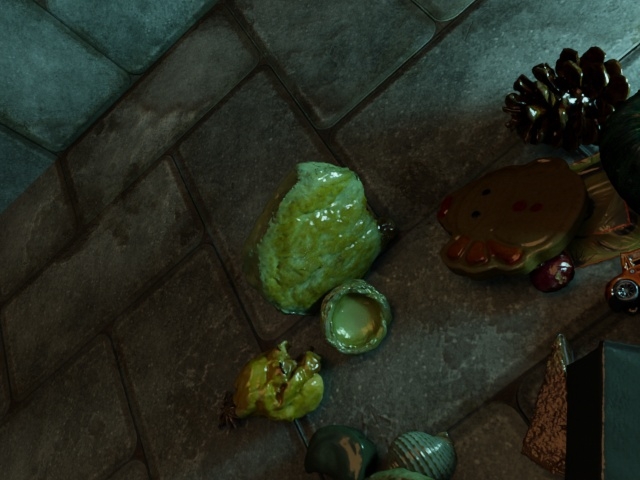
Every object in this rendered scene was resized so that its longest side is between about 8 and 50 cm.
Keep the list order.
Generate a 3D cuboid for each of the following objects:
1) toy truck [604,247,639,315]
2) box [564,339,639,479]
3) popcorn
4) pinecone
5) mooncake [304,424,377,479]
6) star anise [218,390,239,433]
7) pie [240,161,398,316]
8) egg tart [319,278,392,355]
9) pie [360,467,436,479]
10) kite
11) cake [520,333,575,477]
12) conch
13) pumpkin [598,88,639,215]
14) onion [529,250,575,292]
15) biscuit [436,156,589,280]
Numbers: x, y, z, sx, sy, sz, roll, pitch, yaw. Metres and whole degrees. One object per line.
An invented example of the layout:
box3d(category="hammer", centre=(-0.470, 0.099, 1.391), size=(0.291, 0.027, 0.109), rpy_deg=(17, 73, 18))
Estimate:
box3d(category="toy truck", centre=(0.711, 0.061, 1.341), size=(0.253, 0.107, 0.114), rpy_deg=(-23, 56, 21))
box3d(category="box", centre=(0.582, 0.380, 1.145), size=(0.251, 0.204, 0.344), rpy_deg=(9, 70, 6))
box3d(category="popcorn", centre=(-0.099, 0.377, 1.683), size=(0.254, 0.191, 0.190), rpy_deg=(-38, 65, 2))
box3d(category="pinecone", centre=(0.575, -0.329, 1.528), size=(0.309, 0.244, 0.244), rpy_deg=(-16, 49, -20))
box3d(category="mooncake", centre=(0.051, 0.530, 1.558), size=(0.168, 0.104, 0.175), rpy_deg=(-40, 54, 7))
box3d(category="star anise", centre=(-0.237, 0.478, 1.803), size=(0.129, 0.056, 0.124), rpy_deg=(-8, 65, 48))
box3d(category="pie", centre=(-0.020, 0.001, 1.659), size=(0.395, 0.418, 0.180), rpy_deg=(-53, 49, 0))
box3d(category="egg tart", centre=(0.082, 0.199, 1.672), size=(0.197, 0.197, 0.078), rpy_deg=(-62, 9, -7))
box3d(category="pie", centre=(0.193, 0.640, 1.380), size=(0.372, 0.078, 0.296), rpy_deg=(-4, 85, 36))
box3d(category="kite", centre=(0.660, -0.074, 1.505), size=(0.378, 0.013, 0.327), rpy_deg=(24, 83, 39))
box3d(category="cake", centre=(0.487, 0.344, 1.345), size=(0.113, 0.116, 0.295), rpy_deg=(-2, 67, 32))
box3d(category="conch", centre=(0.224, 0.495, 1.464), size=(0.153, 0.102, 0.135), rpy_deg=(-30, 68, 18))
box3d(category="pumpkin", centre=(0.701, -0.161, 1.354), size=(0.197, 0.263, 0.292), rpy_deg=(-32, 59, 16))
box3d(category="onion", centre=(0.521, 0.067, 1.475), size=(0.107, 0.097, 0.107), rpy_deg=(-46, 26, 31))
box3d(category="biscuit", centre=(0.438, -0.058, 1.559), size=(0.381, 0.074, 0.358), rpy_deg=(8, 56, 45))
